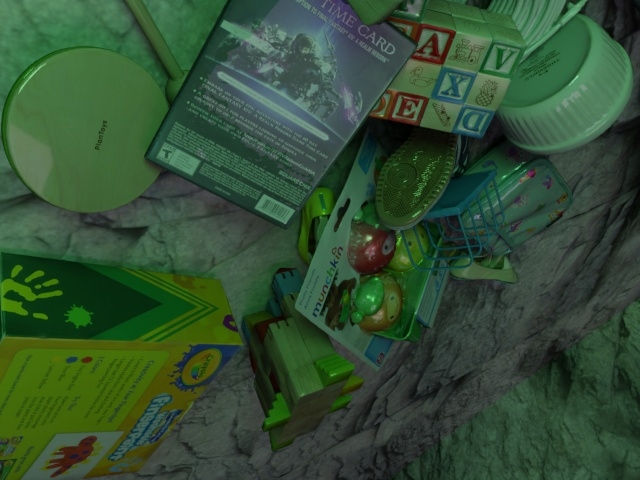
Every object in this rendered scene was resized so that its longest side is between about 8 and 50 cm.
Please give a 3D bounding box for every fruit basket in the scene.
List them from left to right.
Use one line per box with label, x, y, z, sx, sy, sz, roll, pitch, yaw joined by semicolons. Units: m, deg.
fruit basket;0.108;0.035;0.948;0.327;0.165;0.353;-67;149;-19

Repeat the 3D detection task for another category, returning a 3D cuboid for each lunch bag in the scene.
lunch bag;0.396;-0.078;1.141;0.224;0.108;0.279;-42;142;17

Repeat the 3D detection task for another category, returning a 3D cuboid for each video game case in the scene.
video game case;-0.049;-0.158;0.612;0.196;0.026;0.274;27;115;-22

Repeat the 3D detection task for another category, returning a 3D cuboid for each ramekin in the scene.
ramekin;0.355;-0.248;0.837;0.109;0.207;0.207;27;117;-38

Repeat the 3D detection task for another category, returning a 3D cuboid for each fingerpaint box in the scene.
fingerpaint box;-0.412;0.242;0.938;0.370;0.163;0.445;11;128;-41

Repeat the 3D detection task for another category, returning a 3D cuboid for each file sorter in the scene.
file sorter;0.222;-0.034;0.904;0.118;0.105;0.170;-8;-160;41

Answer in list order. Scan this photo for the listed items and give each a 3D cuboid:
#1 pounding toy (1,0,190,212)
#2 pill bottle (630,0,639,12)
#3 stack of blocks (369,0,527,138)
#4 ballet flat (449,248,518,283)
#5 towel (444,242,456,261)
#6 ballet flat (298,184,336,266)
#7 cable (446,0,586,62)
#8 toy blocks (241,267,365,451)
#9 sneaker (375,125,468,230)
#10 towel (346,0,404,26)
pounding toy;-0.265;-0.155;0.634;0.237;0.110;0.183;-53;139;-13
pill bottle;0.492;-0.414;0.801;0.180;0.108;0.108;11;129;-41
stack of blocks;0.082;-0.242;0.648;0.296;0.087;0.171;10;135;-7
ballet flat;0.426;0.063;1.364;0.248;0.086;0.086;4;133;-36
towel;0.202;0.063;1.256;0.237;0.021;0.102;-10;139;-24
ballet flat;0.000;0.000;0.994;0.077;0.077;0.231;-13;142;-11
cable;0.219;-0.327;0.740;0.257;0.089;0.257;-44;141;21
toy blocks;-0.073;0.233;1.095;0.190;0.261;0.382;-14;149;-23
sneaker;0.172;-0.111;0.867;0.282;0.099;0.153;-64;158;-22
towel;0.032;-0.360;0.371;0.324;0.312;0.056;-28;-160;53
